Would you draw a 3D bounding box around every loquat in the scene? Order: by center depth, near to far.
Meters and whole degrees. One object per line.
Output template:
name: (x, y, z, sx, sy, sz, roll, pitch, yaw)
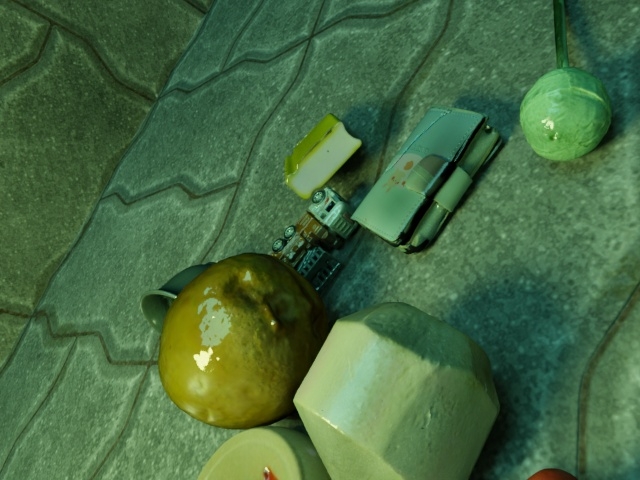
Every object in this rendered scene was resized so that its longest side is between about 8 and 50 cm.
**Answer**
loquat: (-0.132, 0.160, 0.912, 0.283, 0.276, 0.276, -19, 47, 42)

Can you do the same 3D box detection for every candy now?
candy: (0.371, -0.292, 0.866, 0.119, 0.119, 0.440, -19, 41, 39)

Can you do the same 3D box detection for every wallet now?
wallet: (0.169, -0.106, 0.944, 0.250, 0.075, 0.176, -54, 32, 1)

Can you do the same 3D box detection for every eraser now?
eraser: (-0.003, -0.176, 1.142, 0.158, 0.069, 0.226, -44, 15, 9)

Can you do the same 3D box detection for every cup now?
cup: (-0.242, 0.122, 1.153, 0.199, 0.199, 0.150, -14, 33, 42)

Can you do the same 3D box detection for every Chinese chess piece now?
Chinese chess piece: (-0.081, 0.394, 0.783, 0.273, 0.102, 0.273, -29, 42, 30)

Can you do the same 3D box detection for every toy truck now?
toy truck: (-0.001, -0.001, 1.044, 0.178, 0.080, 0.115, -52, 40, 3)

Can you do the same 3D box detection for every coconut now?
coconut: (0.081, 0.199, 0.668, 0.241, 0.241, 0.241, -29, 42, 30)

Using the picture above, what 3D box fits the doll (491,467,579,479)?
doll: (0.153, 0.337, 0.539, 0.290, 0.129, 0.161, -54, 19, 24)
